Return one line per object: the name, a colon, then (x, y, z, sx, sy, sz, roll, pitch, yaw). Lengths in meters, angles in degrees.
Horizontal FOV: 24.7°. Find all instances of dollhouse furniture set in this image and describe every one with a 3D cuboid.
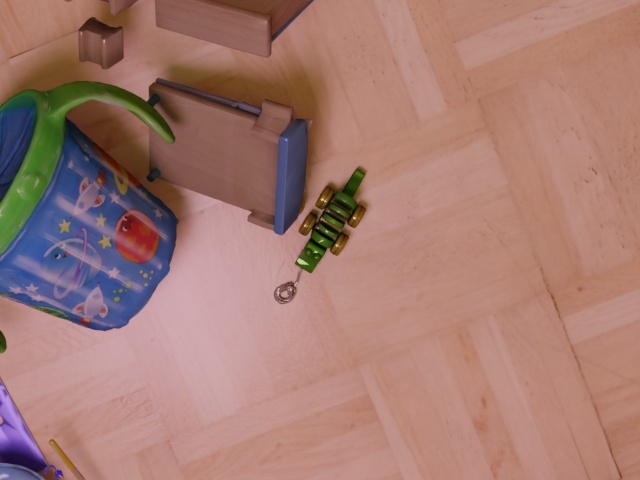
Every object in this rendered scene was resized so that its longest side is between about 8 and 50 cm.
dollhouse furniture set: (-0.121, -0.196, 1.702, 0.286, 0.198, 0.303, 18, 130, 19)

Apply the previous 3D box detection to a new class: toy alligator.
toy alligator: (0.000, 0.000, 1.733, 0.056, 0.051, 0.190, 32, 97, -3)

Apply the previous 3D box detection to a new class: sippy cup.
sippy cup: (-0.292, -0.015, 1.642, 0.224, 0.240, 0.305, 34, 139, -29)

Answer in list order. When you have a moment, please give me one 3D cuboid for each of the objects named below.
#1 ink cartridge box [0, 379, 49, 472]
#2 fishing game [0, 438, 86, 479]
ink cartridge box: (-0.470, 0.239, 1.773, 0.208, 0.045, 0.206, -28, 97, 2)
fishing game: (-0.393, 0.350, 1.754, 0.264, 0.041, 0.189, -39, 107, 1)
